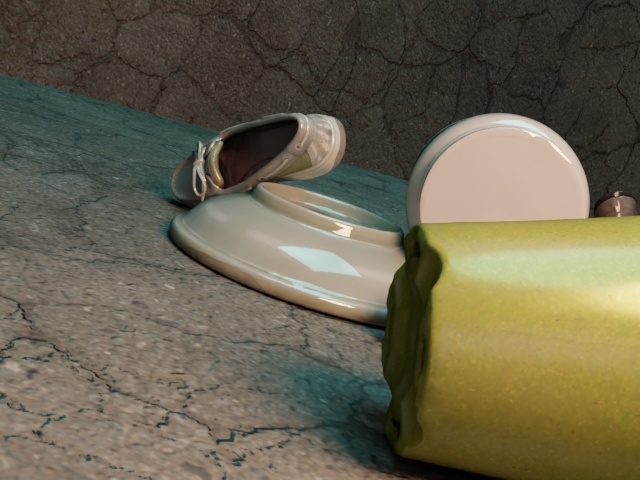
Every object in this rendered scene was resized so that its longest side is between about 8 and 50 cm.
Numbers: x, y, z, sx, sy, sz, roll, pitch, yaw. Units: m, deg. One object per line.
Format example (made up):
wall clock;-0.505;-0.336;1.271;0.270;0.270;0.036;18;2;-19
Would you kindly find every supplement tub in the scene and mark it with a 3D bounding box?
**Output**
supplement tub;0.241;-0.057;1.229;0.241;0.241;0.331;19;9;4

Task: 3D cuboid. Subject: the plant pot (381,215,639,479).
plant pot;0.186;0.087;0.684;0.253;0.276;0.276;6;11;-4

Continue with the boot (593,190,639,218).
boot;0.420;0.024;1.199;0.118;0.223;0.338;-8;-27;10

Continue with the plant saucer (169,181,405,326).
plant saucer;0.000;0.000;1.191;0.400;0.101;0.400;18;9;-3

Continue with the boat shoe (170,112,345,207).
boat shoe;-0.114;-0.121;1.287;0.320;0.118;0.103;-10;-15;37
